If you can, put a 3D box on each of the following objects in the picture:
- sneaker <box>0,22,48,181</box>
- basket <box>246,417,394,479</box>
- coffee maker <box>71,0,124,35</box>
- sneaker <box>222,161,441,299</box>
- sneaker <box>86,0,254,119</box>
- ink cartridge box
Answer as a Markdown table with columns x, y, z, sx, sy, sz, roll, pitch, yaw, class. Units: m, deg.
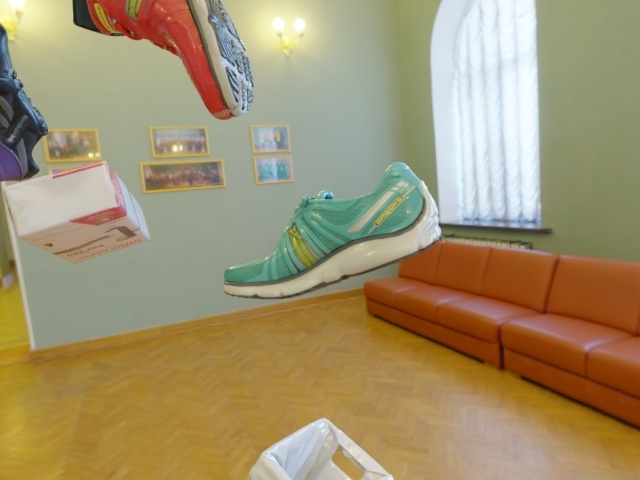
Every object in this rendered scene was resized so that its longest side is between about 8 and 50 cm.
| x | y | z | sx | sy | sz | roll | pitch | yaw | class |
| --- | --- | --- | --- | --- | --- | --- | --- | --- | --- |
| -0.574 | -0.247 | 0.773 | 0.107 | 0.283 | 0.124 | 32 | 23 | 34 | sneaker |
| -0.010 | 0.272 | 0.428 | 0.113 | 0.103 | 0.167 | 34 | 2 | 24 | basket |
| -0.402 | -0.474 | 0.759 | 0.120 | 0.178 | 0.171 | 33 | 35 | 30 | coffee maker |
| 0.000 | 0.000 | 0.494 | 0.276 | 0.109 | 0.107 | -22 | -7 | 22 | sneaker |
| -0.163 | -0.229 | 0.419 | 0.118 | 0.278 | 0.107 | -31 | -4 | 7 | sneaker |
| -0.419 | -0.041 | 0.757 | 0.159 | 0.092 | 0.218 | -19 | -9 | -13 | ink cartridge box |
